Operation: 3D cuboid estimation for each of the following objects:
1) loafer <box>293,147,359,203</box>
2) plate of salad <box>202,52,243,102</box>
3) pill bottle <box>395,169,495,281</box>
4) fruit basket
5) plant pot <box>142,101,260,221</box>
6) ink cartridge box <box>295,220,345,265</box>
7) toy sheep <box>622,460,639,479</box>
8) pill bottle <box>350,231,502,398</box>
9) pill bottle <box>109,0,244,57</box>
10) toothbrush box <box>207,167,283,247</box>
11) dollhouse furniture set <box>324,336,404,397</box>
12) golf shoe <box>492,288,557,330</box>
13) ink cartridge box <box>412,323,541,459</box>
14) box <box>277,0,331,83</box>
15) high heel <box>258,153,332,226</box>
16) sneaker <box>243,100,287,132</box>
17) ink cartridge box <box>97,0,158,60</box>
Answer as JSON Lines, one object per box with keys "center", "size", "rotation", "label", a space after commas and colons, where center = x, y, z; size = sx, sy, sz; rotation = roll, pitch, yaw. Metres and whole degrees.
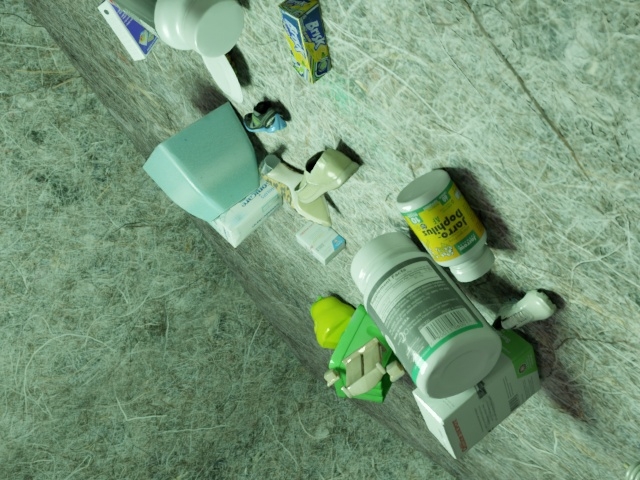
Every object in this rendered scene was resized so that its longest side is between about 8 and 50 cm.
{"center": [0.002, -0.163, 1.703], "size": [0.092, 0.102, 0.268], "rotation": [51, 154, -9], "label": "loafer"}
{"center": [-0.241, -0.433, 1.753], "size": [0.199, 0.048, 0.200], "rotation": [53, 166, 19], "label": "plate of salad"}
{"center": [0.247, -0.024, 1.370], "size": [0.208, 0.117, 0.118], "rotation": [53, 163, -18], "label": "pill bottle"}
{"center": [0.090, 0.362, 2.454], "size": [0.392, 0.282, 0.392], "rotation": [24, 156, 12], "label": "fruit basket"}
{"center": [-0.319, -0.200, 2.035], "size": [0.252, 0.248, 0.247], "rotation": [55, 154, -6], "label": "plant pot"}
{"center": [0.000, 0.000, 2.086], "size": [0.122, 0.088, 0.052], "rotation": [42, 166, 19], "label": "ink cartridge box"}
{"center": [0.717, 0.529, 1.553], "size": [0.091, 0.091, 0.132], "rotation": [55, 167, -25], "label": "toy sheep"}
{"center": [0.222, 0.156, 1.583], "size": [0.361, 0.204, 0.204], "rotation": [57, 174, 42], "label": "pill bottle"}
{"center": [-0.314, -0.518, 1.510], "size": [0.319, 0.176, 0.176], "rotation": [38, 162, 25], "label": "pill bottle"}
{"center": [-0.296, -0.160, 2.225], "size": [0.295, 0.216, 0.126], "rotation": [43, 163, 16], "label": "toothbrush box"}
{"center": [0.192, 0.424, 2.085], "size": [0.173, 0.356, 0.303], "rotation": [51, -167, -10], "label": "dollhouse furniture set"}
{"center": [0.411, 0.152, 1.434], "size": [0.069, 0.086, 0.176], "rotation": [47, 162, 3], "label": "golf shoe"}
{"center": [0.366, 0.348, 1.644], "size": [0.115, 0.273, 0.198], "rotation": [43, 165, 44], "label": "ink cartridge box"}
{"center": [-0.028, -0.380, 1.336], "size": [0.059, 0.054, 0.169], "rotation": [38, 162, 28], "label": "box"}
{"center": [-0.066, -0.135, 1.974], "size": [0.261, 0.093, 0.186], "rotation": [47, 173, -5], "label": "high heel"}
{"center": [-0.140, -0.313, 1.780], "size": [0.188, 0.067, 0.078], "rotation": [18, 126, 61], "label": "sneaker"}
{"center": [-0.447, -0.574, 1.691], "size": [0.045, 0.206, 0.208], "rotation": [-5, 135, 26], "label": "ink cartridge box"}
